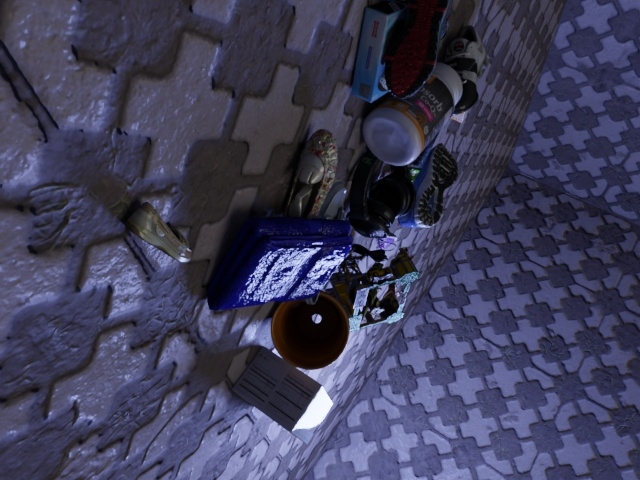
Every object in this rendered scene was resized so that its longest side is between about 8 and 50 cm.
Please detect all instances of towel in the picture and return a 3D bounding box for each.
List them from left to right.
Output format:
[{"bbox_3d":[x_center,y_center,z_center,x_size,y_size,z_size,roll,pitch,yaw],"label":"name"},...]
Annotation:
[{"bbox_3d":[-0.072,0.054,1.122,0.308,0.076,0.228,0,128,-51],"label":"towel"}]

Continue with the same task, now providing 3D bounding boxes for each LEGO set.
[{"bbox_3d":[0.137,0.115,1.592,0.254,0.192,0.331,-18,145,-9],"label":"LEGO set"}]

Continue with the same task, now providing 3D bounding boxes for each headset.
[{"bbox_3d":[0.152,-0.098,1.550,0.243,0.185,0.394,-44,138,-37],"label":"headset"}]

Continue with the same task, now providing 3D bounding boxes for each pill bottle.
[{"bbox_3d":[0.241,-0.328,1.360,0.278,0.162,0.162,-49,156,-30],"label":"pill bottle"}]

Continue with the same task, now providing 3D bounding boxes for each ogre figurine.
[{"bbox_3d":[0.316,-0.190,1.822,0.197,0.096,0.118,-41,137,-75],"label":"ogre figurine"}]

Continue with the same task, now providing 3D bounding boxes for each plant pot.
[{"bbox_3d":[-0.019,0.229,1.461,0.205,0.205,0.188,-62,175,3],"label":"plant pot"}]

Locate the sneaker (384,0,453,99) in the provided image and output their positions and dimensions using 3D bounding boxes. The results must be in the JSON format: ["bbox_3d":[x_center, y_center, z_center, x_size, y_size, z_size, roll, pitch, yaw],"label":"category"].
[{"bbox_3d":[0.220,-0.417,1.107,0.125,0.104,0.262,-16,128,-63],"label":"sneaker"}]

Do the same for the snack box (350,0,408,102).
[{"bbox_3d":[0.187,-0.454,1.211,0.322,0.060,0.187,-41,151,-42],"label":"snack box"}]

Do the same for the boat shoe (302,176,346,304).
[{"bbox_3d":[-0.002,0.001,1.302,0.118,0.103,0.321,-11,128,-64],"label":"boat shoe"}]

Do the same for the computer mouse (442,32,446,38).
[{"bbox_3d":[0.263,-0.513,1.173,0.106,0.042,0.193,-44,150,-37],"label":"computer mouse"}]

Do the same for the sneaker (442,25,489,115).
[{"bbox_3d":[0.400,-0.500,1.558,0.146,0.122,0.331,57,44,-39],"label":"sneaker"}]

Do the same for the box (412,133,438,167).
[{"bbox_3d":[0.308,-0.329,1.658,0.184,0.059,0.232,-65,160,12],"label":"box"}]

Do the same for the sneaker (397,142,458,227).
[{"bbox_3d":[0.324,-0.176,1.691,0.130,0.147,0.330,45,58,-25],"label":"sneaker"}]

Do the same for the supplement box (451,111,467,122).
[{"bbox_3d":[0.490,-0.471,1.894,0.036,0.062,0.098,-49,156,-25],"label":"supplement box"}]

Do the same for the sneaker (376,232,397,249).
[{"bbox_3d":[0.231,0.000,1.901,0.071,0.068,0.170,-55,160,2],"label":"sneaker"}]

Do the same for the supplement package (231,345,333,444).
[{"bbox_3d":[-0.097,0.442,1.510,0.145,0.204,0.262,-54,158,-18],"label":"supplement package"}]

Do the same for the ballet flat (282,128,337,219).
[{"bbox_3d":[-0.023,-0.113,1.122,0.077,0.091,0.241,-37,147,-56],"label":"ballet flat"}]

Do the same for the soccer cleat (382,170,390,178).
[{"bbox_3d":[0.215,-0.194,1.649,0.029,0.035,0.083,-63,160,6],"label":"soccer cleat"}]

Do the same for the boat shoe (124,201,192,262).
[{"bbox_3d":[-0.235,-0.010,0.816,0.048,0.056,0.153,-53,151,-6],"label":"boat shoe"}]
